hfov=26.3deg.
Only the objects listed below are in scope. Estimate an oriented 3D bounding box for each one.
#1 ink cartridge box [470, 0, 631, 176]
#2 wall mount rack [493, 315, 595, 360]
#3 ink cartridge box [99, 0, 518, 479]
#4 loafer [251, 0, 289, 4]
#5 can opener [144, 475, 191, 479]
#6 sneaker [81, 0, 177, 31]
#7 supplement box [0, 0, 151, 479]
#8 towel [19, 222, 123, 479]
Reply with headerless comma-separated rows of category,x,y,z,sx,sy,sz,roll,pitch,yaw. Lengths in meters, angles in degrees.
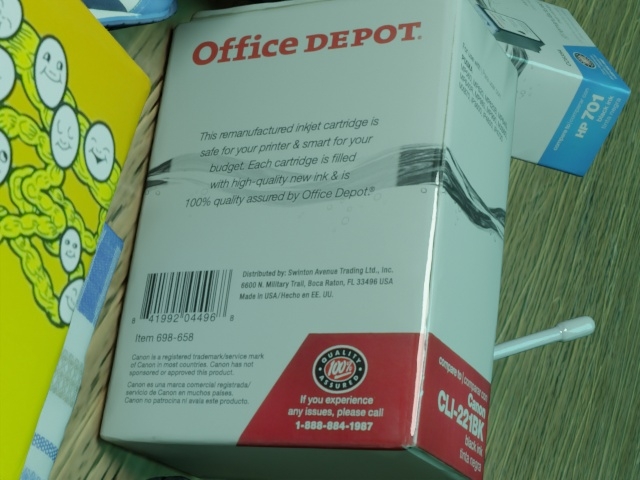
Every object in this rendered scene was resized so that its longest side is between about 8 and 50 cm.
ink cartridge box,0.109,-0.132,1.005,0.191,0.082,0.139,14,30,-24
wall mount rack,0.101,0.021,1.073,0.304,0.130,0.350,-33,116,-59
ink cartridge box,0.000,0.000,0.815,0.114,0.197,0.273,38,54,-56
loafer,-0.049,-0.206,0.858,0.302,0.095,0.109,-5,113,-76
can opener,-0.113,0.200,0.727,0.186,0.059,0.073,-61,139,-45
sneaker,-0.127,-0.143,0.750,0.144,0.053,0.059,-17,100,-62
supplement box,-0.219,0.046,0.404,0.194,0.195,0.356,51,44,-47
towel,-0.182,0.069,0.642,0.209,0.034,0.285,52,43,-48
